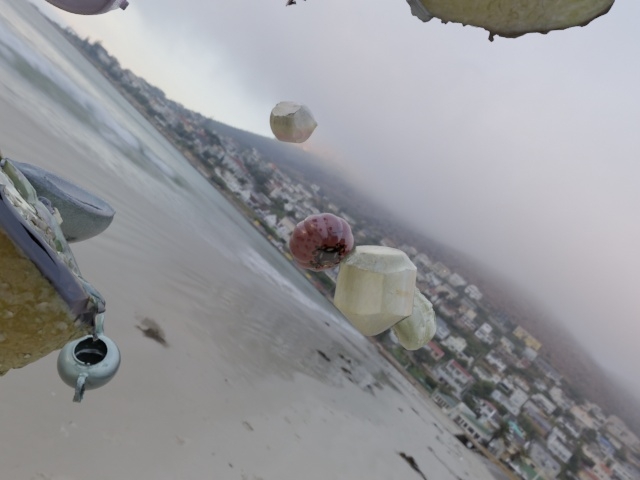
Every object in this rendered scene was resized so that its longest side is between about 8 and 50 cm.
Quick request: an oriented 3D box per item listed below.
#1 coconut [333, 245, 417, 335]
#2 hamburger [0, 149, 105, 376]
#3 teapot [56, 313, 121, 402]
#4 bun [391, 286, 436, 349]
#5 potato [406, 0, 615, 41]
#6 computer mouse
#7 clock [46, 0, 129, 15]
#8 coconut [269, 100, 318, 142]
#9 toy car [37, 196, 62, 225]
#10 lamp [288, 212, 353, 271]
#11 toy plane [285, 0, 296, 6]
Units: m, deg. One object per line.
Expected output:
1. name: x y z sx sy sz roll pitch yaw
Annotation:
1. coconut: 0.135 0.126 1.187 0.202 0.221 0.202 7 9 -1
2. hamburger: -0.300 -0.014 0.329 0.287 0.192 0.168 59 -8 -13
3. teapot: -0.767 0.396 1.598 0.193 0.129 0.294 13 41 -17
4. bun: 0.244 0.196 1.385 0.229 0.145 0.229 60 -4 7
5. potato: 0.237 -0.430 0.622 0.301 0.237 0.288 11 -38 -4
6. computer mouse: -0.648 -0.068 1.134 0.374 0.204 0.114 33 40 -63
7. clock: -0.256 -0.407 0.418 0.322 0.295 0.113 37 15 -27
8. coconut: -0.066 -0.308 1.249 0.125 0.110 0.110 6 -17 16
9. toy car: -0.532 -0.011 0.792 0.124 0.101 0.257 58 6 10
10. lamp: 0.000 0.000 1.325 0.182 0.182 0.140 48 15 -46
11. toy plane: -0.029 -0.601 1.120 0.061 0.130 0.189 25 11 -40
